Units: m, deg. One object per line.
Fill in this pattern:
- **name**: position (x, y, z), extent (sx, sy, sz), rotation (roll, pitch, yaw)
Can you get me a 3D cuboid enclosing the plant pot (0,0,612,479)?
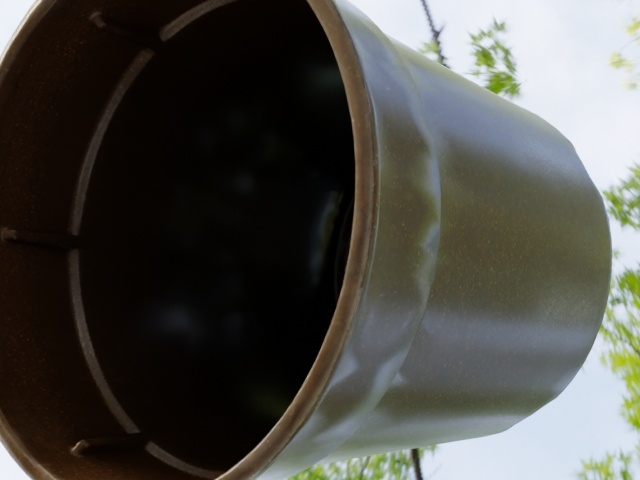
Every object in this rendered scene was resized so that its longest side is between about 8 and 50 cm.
- **plant pot**: position (0.000, 0.000, 0.428), extent (0.167, 0.165, 0.167), rotation (-6, -99, 39)
